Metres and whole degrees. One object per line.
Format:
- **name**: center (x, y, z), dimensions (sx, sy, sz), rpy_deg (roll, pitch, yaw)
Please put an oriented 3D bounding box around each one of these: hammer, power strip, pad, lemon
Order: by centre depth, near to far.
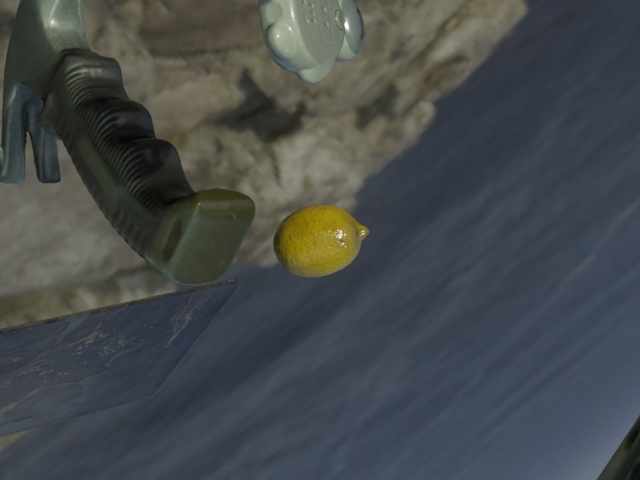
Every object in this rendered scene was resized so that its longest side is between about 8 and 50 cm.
- **power strip**: center (-0.010, -0.093, 0.649), dimensions (0.035, 0.055, 0.083), rpy_deg (-9, 178, 25)
- **hammer**: center (-0.114, -0.056, 0.815), dimensions (0.041, 0.226, 0.158), rpy_deg (-5, 130, -37)
- **pad**: center (-0.266, 0.128, 1.347), dimensions (0.368, 0.007, 0.247), rpy_deg (-11, 154, -36)
- **lemon**: center (0.000, 0.000, 1.697), dimensions (0.111, 0.082, 0.082), rpy_deg (-15, 169, 10)

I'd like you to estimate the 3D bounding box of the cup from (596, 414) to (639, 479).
- **cup**: center (0.233, 0.105, 0.351), dimensions (0.401, 0.310, 0.392), rpy_deg (-90, -165, -55)
